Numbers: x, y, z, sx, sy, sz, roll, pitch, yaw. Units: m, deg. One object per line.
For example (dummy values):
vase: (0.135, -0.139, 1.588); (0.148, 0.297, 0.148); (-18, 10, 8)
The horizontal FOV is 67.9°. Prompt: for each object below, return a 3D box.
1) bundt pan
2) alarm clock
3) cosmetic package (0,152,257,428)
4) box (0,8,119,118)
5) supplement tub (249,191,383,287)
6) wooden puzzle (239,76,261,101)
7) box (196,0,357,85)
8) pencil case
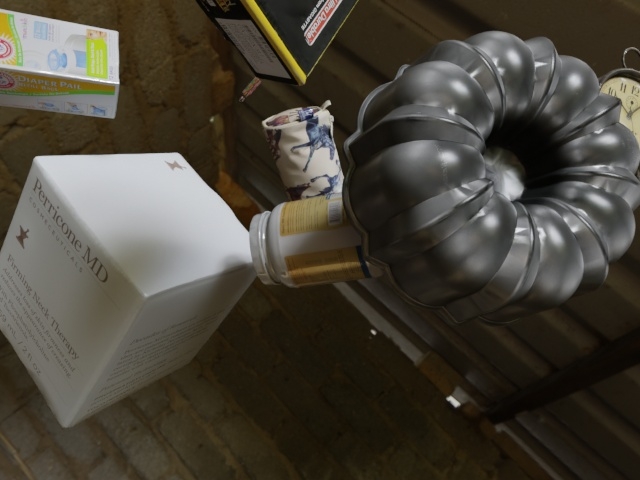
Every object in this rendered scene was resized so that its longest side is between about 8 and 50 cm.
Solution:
bundt pan: (0.193, -0.073, 0.501); (0.331, 0.331, 0.124); (50, -16, 0)
alarm clock: (0.409, -0.178, 0.650); (0.129, 0.192, 0.064); (24, -10, -12)
cosmetic package: (-0.387, 0.078, 0.952); (0.329, 0.327, 0.394); (47, -61, 15)
box: (-0.445, -0.287, 0.783); (0.103, 0.203, 0.114); (-38, -124, 56)
supplement tub: (0.000, 0.000, 0.772); (0.199, 0.144, 0.144); (-9, -53, 14)
wooden puzzle: (-0.159, -0.352, 1.091); (0.006, 0.083, 0.049); (38, 12, -32)
box: (-0.017, -0.336, 0.369); (0.079, 0.322, 0.257); (22, -15, 40)
pencil case: (-0.002, -0.149, 1.259); (0.183, 0.160, 0.411); (-15, -69, 13)
